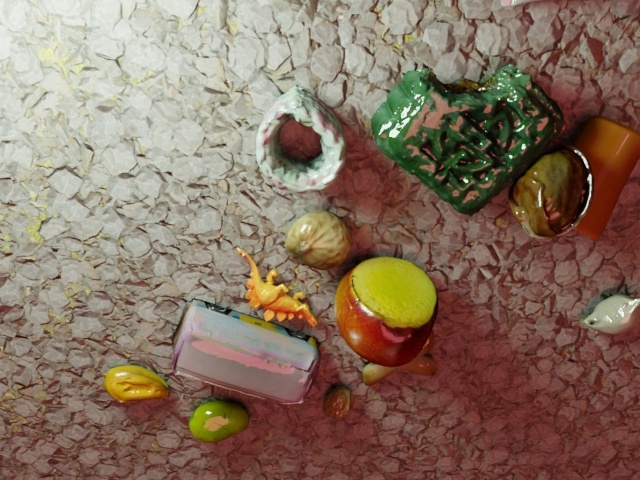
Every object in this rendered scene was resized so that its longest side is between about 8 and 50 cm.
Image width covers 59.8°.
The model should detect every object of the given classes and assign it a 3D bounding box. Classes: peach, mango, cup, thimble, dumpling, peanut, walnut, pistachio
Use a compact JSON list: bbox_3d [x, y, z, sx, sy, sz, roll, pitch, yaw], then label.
[{"bbox_3d":[0.160,0.181,1.318,0.249,0.274,0.245,-12,114,9],"label":"peach"},{"bbox_3d":[-0.285,0.500,1.558,0.163,0.089,0.117,-18,110,-8],"label":"mango"},{"bbox_3d":[0.577,-0.147,1.251,0.226,0.182,0.264,29,106,5],"label":"cup"},{"bbox_3d":[-0.042,-0.213,1.174,0.185,0.149,0.211,-9,117,3],"label":"thimble"},{"bbox_3d":[-0.494,0.385,1.493,0.188,0.066,0.101,16,107,-17],"label":"mango"},{"bbox_3d":[0.797,0.205,1.472,0.134,0.100,0.169,27,115,-32],"label":"dumpling"},{"bbox_3d":[0.000,0.000,1.307,0.159,0.109,0.140,26,124,-29],"label":"peanut"},{"bbox_3d":[0.052,0.454,1.558,0.079,0.082,0.096,19,117,-44],"label":"walnut"},{"bbox_3d":[0.475,-0.105,1.149,0.130,0.165,0.210,31,78,-59],"label":"pistachio"}]

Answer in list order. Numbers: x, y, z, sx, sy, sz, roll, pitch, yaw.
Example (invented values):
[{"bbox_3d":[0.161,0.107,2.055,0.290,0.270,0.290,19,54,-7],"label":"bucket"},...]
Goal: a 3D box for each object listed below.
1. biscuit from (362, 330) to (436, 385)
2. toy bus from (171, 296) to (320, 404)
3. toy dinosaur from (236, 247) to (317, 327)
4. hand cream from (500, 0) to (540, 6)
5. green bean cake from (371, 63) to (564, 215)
[{"bbox_3d":[0.211,0.320,1.517,0.208,0.047,0.164,-9,116,1],"label":"biscuit"},{"bbox_3d":[-0.183,0.300,1.416,0.386,0.162,0.171,20,113,-14],"label":"toy bus"},{"bbox_3d":[-0.126,0.140,1.393,0.288,0.070,0.117,40,108,-16],"label":"toy dinosaur"},{"bbox_3d":[0.516,-0.526,1.087,0.314,0.089,0.139,2,116,-1],"label":"hand cream"},{"bbox_3d":[0.303,-0.245,1.170,0.308,0.169,0.300,35,110,-18],"label":"green bean cake"}]
